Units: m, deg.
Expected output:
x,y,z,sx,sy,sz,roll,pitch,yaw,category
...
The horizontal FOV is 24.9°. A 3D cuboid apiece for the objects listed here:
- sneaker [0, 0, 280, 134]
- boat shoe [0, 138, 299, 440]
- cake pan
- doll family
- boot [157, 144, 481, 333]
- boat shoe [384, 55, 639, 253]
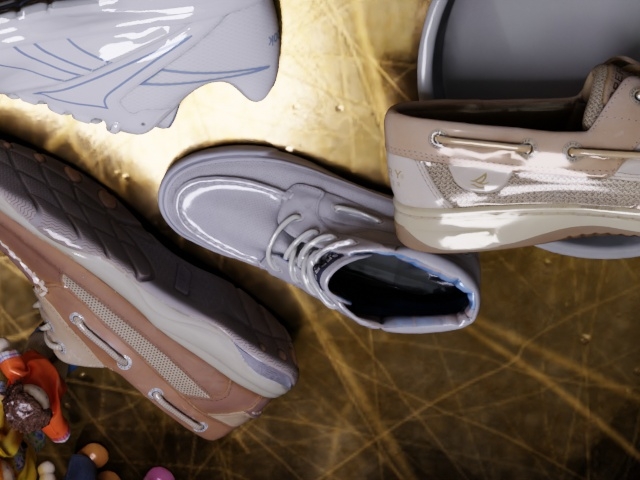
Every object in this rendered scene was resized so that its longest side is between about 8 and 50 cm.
x,y,z,sx,sy,sz,roll,pitch,yaw,category
-0.168,-0.132,1.065,0.297,0.111,0.129,-10,114,5,sneaker
-0.170,0.046,1.117,0.324,0.123,0.116,38,107,-10,boat shoe
0.218,-0.132,1.086,0.293,0.054,0.293,0,109,0,cake pan
-0.205,0.201,1.144,0.118,0.163,0.263,-33,105,11,doll family
0.000,0.000,1.095,0.258,0.123,0.095,12,108,-3,boot
0.215,-0.068,1.015,0.341,0.121,0.110,-8,109,5,boat shoe
